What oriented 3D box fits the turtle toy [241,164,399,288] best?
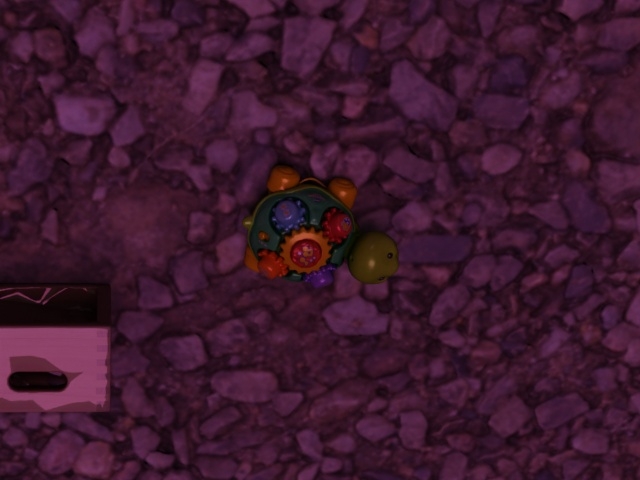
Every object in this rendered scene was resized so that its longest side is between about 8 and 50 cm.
[{"bbox_3d":[0.000,0.000,1.300,0.130,0.066,0.095,12,116,-13],"label":"turtle toy"}]

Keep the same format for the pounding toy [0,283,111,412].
[{"bbox_3d":[-0.238,0.095,1.295,0.141,0.130,0.100,0,105,-7],"label":"pounding toy"}]
